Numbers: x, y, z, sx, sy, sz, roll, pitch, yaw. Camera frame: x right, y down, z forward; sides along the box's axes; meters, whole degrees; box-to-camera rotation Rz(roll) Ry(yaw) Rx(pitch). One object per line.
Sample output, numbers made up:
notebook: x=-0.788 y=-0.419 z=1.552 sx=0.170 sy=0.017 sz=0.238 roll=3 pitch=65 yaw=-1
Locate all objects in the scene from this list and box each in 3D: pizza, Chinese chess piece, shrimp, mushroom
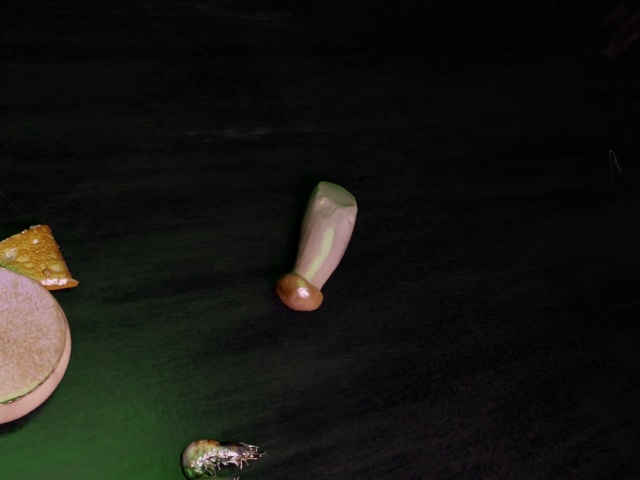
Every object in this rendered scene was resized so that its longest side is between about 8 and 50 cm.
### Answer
pizza: x=-0.548 y=0.030 z=1.363 sx=0.178 sy=0.041 sz=0.131 roll=10 pitch=62 yaw=-22
Chinese chess piece: x=-0.568 y=0.179 z=1.224 sx=0.269 sy=0.112 sz=0.270 roll=13 pitch=57 yaw=-21
shrimp: x=-0.179 y=0.418 z=1.344 sx=0.160 sy=0.034 sz=0.091 roll=4 pitch=73 yaw=-18
mushroom: x=0.000 y=0.000 z=1.616 sx=0.128 sy=0.128 sz=0.350 roll=29 pitch=58 yaw=-10

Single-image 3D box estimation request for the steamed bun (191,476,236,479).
steamed bun: x=-0.183 y=0.539 z=1.177 sx=0.282 sy=0.177 sz=0.283 roll=12 pitch=61 yaw=-23
